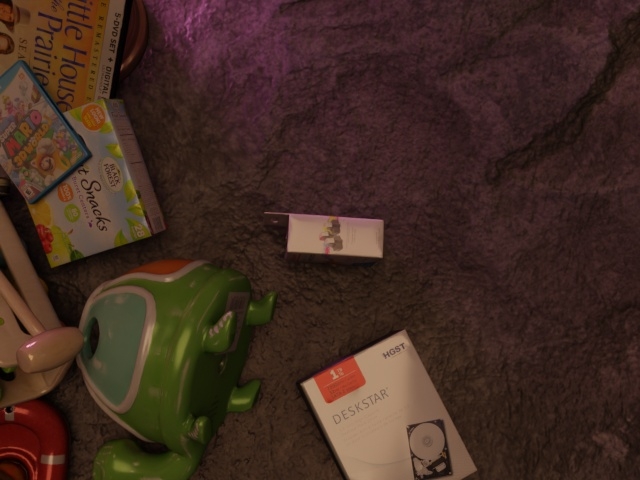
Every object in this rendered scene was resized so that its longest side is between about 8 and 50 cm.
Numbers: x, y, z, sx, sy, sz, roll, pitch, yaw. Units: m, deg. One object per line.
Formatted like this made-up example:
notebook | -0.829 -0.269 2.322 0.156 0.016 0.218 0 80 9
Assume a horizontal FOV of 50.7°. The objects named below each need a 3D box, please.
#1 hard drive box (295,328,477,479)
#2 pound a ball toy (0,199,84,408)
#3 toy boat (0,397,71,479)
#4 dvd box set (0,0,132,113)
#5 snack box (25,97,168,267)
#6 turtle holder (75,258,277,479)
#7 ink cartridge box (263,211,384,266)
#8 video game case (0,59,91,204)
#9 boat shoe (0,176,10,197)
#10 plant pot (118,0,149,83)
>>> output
hard drive box | 0.094 0.278 1.018 0.181 0.089 0.232 -27 84 -10
pound a ball toy | -0.414 0.074 0.912 0.135 0.208 0.319 -10 58 -48
toy boat | -0.434 0.328 0.924 0.151 0.151 0.231 5 80 -8
dvd box set | -0.490 -0.324 0.951 0.420 0.062 0.308 16 124 -12
snack box | -0.345 -0.084 0.997 0.174 0.070 0.207 -16 98 12
turtle holder | -0.213 0.177 0.956 0.227 0.243 0.320 14 118 13
ink cartridge box | 0.000 0.000 1.047 0.181 0.104 0.062 4 80 -4
video game case | -0.415 -0.152 0.955 0.119 0.015 0.166 -36 89 13
boat shoe | -0.573 -0.042 1.016 0.223 0.080 0.073 -13 88 -2
plant pot | -0.398 -0.358 1.066 0.237 0.110 0.237 1 79 -5
